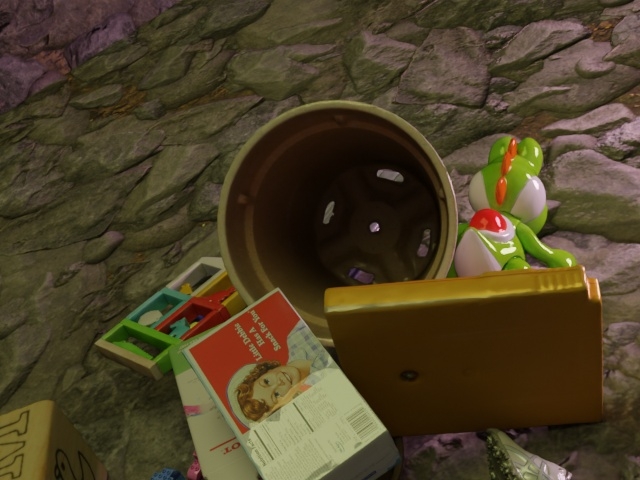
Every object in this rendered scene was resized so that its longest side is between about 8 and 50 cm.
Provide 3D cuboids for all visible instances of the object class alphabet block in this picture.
[{"bbox_3d":[-0.437,0.383,1.447,0.193,0.192,0.197,-19,37,5],"label":"alphabet block"}]

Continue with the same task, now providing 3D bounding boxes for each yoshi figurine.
[{"bbox_3d":[0.281,0.015,1.551,0.203,0.203,0.362,-43,23,60],"label":"yoshi figurine"}]

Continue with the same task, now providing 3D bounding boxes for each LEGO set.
[{"bbox_3d":[-0.238,0.377,1.416,0.087,0.093,0.227,7,47,36],"label":"LEGO set"}]

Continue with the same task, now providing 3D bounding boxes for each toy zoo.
[{"bbox_3d":[-0.212,0.108,1.651,0.293,0.030,0.192,-40,29,-27],"label":"toy zoo"}]

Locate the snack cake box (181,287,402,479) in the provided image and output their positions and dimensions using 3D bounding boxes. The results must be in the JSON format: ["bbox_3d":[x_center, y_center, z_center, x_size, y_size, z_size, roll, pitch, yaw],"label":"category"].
[{"bbox_3d":[-0.040,0.201,1.231,0.152,0.089,0.264,-34,52,-7],"label":"snack cake box"}]

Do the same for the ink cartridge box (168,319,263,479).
[{"bbox_3d":[-0.070,0.250,1.389,0.207,0.119,0.353,-25,35,-3],"label":"ink cartridge box"}]

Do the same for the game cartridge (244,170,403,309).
[{"bbox_3d":[0.000,0.000,1.785,0.230,0.068,0.355,7,46,42],"label":"game cartridge"}]

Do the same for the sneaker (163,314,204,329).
[{"bbox_3d":[-0.172,0.146,1.672,0.240,0.091,0.126,18,53,44],"label":"sneaker"}]

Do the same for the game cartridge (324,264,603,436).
[{"bbox_3d":[0.188,0.147,1.260,0.323,0.285,0.053,-7,46,9],"label":"game cartridge"}]

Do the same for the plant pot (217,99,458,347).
[{"bbox_3d":[0.053,-0.022,1.491,0.333,0.334,0.305,-15,-4,13],"label":"plant pot"}]

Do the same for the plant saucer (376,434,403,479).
[{"bbox_3d":[-0.013,0.327,1.394,0.277,0.041,0.278,-16,36,12],"label":"plant saucer"}]

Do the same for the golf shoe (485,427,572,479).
[{"bbox_3d":[0.270,0.301,1.260,0.086,0.069,0.176,-11,36,-15],"label":"golf shoe"}]
